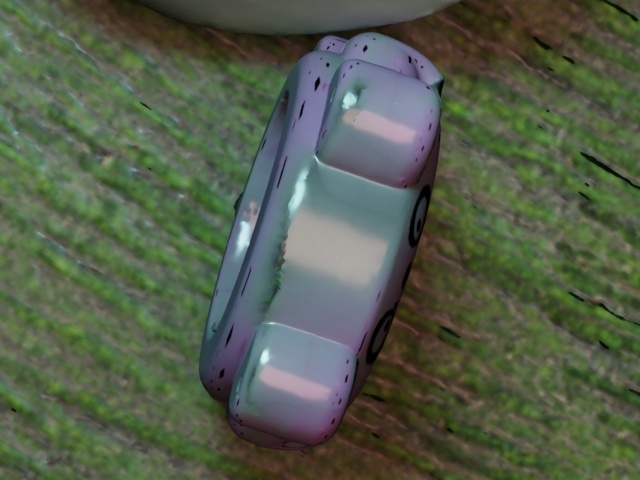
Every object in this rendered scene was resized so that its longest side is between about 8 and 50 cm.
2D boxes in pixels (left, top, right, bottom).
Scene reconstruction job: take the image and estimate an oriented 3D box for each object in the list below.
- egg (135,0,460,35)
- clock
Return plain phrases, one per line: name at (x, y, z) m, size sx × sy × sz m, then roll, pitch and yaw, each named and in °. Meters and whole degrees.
egg at (-0.007, -0.278, 0.938) m, size 0.337 × 0.337 × 0.201 m, roll 9°, pitch 58°, yaw -7°
clock at (0.000, 0.000, 0.952) m, size 0.090 × 0.248 × 0.227 m, roll 17°, pitch 93°, yaw -5°
